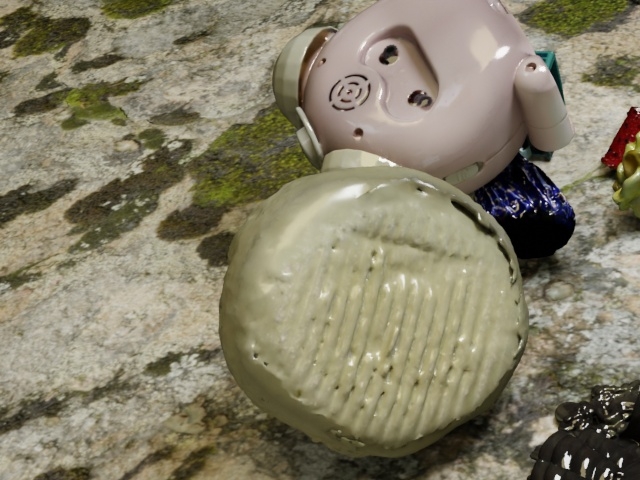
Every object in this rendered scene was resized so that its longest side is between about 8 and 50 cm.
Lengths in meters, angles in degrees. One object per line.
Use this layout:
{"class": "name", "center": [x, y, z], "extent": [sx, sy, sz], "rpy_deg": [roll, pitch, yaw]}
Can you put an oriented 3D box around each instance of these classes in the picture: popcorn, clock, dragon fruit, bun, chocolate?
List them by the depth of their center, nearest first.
{"class": "bun", "center": [0.053, 0.082, 1.664], "extent": [0.359, 0.360, 0.211], "rpy_deg": [-28, 3, -21]}
{"class": "clock", "center": [0.118, -0.184, 1.871], "extent": [0.325, 0.184, 0.342], "rpy_deg": [-29, 46, 7]}
{"class": "popcorn", "center": [0.461, -0.089, 1.902], "extent": [0.162, 0.141, 0.135], "rpy_deg": [12, 10, -40]}
{"class": "chocolate", "center": [0.242, -0.136, 1.953], "extent": [0.126, 0.148, 0.343], "rpy_deg": [10, 53, -27]}
{"class": "dragon fruit", "center": [0.457, -0.115, 2.008], "extent": [0.131, 0.097, 0.063], "rpy_deg": [29, 53, 21]}

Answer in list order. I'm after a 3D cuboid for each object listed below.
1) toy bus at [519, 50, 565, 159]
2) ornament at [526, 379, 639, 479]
{"class": "toy bus", "center": [0.224, -0.204, 2.155], "extent": [0.256, 0.128, 0.147], "rpy_deg": [3, 46, 26]}
{"class": "ornament", "center": [0.322, 0.222, 1.533], "extent": [0.251, 0.106, 0.260], "rpy_deg": [-33, 33, -31]}
